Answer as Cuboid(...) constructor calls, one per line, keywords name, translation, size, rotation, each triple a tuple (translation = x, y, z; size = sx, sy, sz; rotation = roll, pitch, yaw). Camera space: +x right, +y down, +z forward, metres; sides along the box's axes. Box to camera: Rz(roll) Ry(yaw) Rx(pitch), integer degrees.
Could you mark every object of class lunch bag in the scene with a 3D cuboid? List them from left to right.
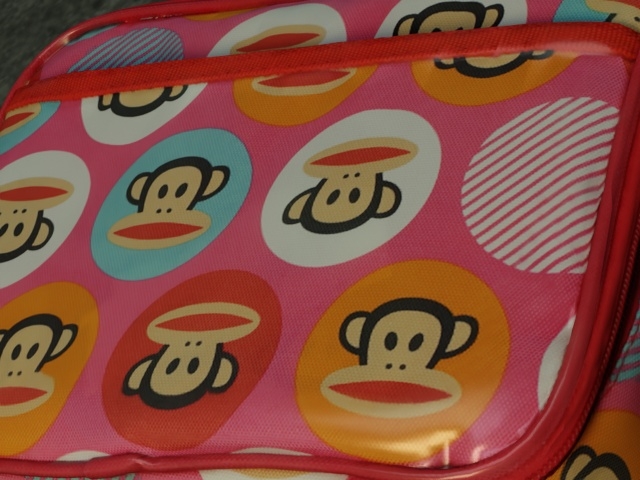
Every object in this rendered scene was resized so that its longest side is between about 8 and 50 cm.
Cuboid(name="lunch bag", translation=(0.000, 0.000, 0.582), size=(0.293, 0.120, 0.258), rotation=(-3, 51, 32))
